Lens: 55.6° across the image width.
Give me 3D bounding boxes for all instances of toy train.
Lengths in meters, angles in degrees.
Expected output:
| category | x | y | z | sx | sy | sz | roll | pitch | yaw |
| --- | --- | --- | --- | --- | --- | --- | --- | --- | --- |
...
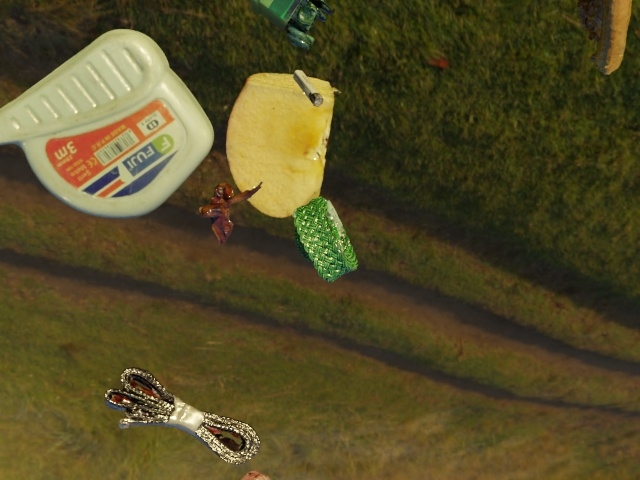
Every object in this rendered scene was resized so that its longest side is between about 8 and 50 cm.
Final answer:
| category | x | y | z | sx | sy | sz | roll | pitch | yaw |
| --- | --- | --- | --- | --- | --- | --- | --- | --- | --- |
| toy train | -0.079 | -0.594 | 1.558 | 0.202 | 0.301 | 0.120 | 35 | 99 | -13 |

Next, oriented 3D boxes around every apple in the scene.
| category | x | y | z | sx | sy | sz | roll | pitch | yaw |
| --- | --- | --- | --- | --- | --- | --- | --- | --- | --- |
| apple | -0.076 | -0.231 | 1.472 | 0.314 | 0.252 | 0.309 | -17 | 129 | -46 |

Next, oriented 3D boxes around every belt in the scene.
| category | x | y | z | sx | sy | sz | roll | pitch | yaw |
| --- | --- | --- | --- | --- | --- | --- | --- | --- | --- |
| belt | -0.301 | 0.395 | 1.349 | 0.359 | 0.126 | 0.094 | 25 | 152 | -9 |
| belt | 0.000 | 0.000 | 1.067 | 0.079 | 0.152 | 0.121 | -24 | 176 | 13 |

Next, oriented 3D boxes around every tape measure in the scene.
| category | x | y | z | sx | sy | sz | roll | pitch | yaw |
| --- | --- | --- | --- | --- | --- | --- | --- | --- | --- |
| tape measure | -0.293 | -0.156 | 0.849 | 0.243 | 0.125 | 0.246 | -33 | 111 | 4 |

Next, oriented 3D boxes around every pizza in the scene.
| category | x | y | z | sx | sy | sz | roll | pitch | yaw |
| --- | --- | --- | --- | --- | --- | --- | --- | --- | --- |
| pizza | 0.581 | -0.534 | 1.259 | 0.073 | 0.182 | 0.366 | -13 | 115 | -5 |

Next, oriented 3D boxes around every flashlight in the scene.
| category | x | y | z | sx | sy | sz | roll | pitch | yaw |
| --- | --- | --- | --- | --- | --- | --- | --- | --- | --- |
| flashlight | -0.021 | -0.260 | 1.035 | 0.018 | 0.083 | 0.018 | -4 | 138 | -35 |

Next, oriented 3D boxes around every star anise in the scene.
| category | x | y | z | sx | sy | sz | roll | pitch | yaw |
| --- | --- | --- | --- | --- | --- | --- | --- | --- | --- |
| star anise | -0.193 | -0.081 | 1.386 | 0.144 | 0.159 | 0.140 | 1 | 160 | 5 |

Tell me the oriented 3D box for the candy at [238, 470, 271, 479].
| category | x | y | z | sx | sy | sz | roll | pitch | yaw |
| --- | --- | --- | --- | --- | --- | --- | --- | --- | --- |
| candy | -0.128 | 0.477 | 1.114 | 0.043 | 0.103 | 0.103 | 12 | 159 | 29 |
